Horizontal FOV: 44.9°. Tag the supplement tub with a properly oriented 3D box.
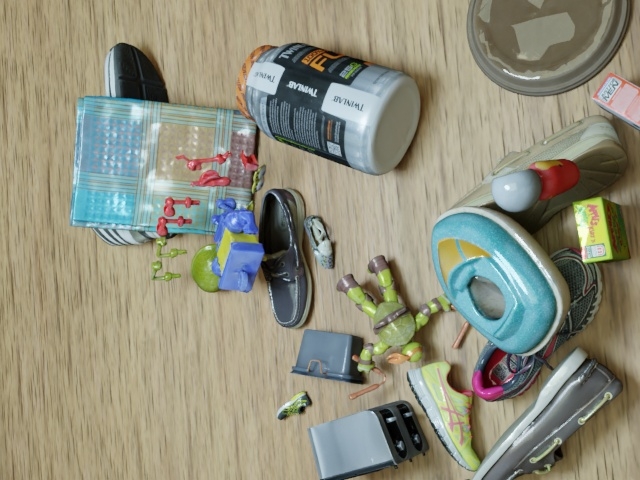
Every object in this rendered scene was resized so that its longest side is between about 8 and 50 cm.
[{"bbox_3d":[0.009,-0.255,1.447,0.316,0.193,0.193,23,100,27],"label":"supplement tub"}]

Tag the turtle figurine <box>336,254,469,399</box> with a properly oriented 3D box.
[{"bbox_3d":[0.116,0.149,1.414,0.269,0.087,0.217,-37,67,9],"label":"turtle figurine"}]

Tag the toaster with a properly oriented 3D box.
[{"bbox_3d":[0.081,0.366,1.405,0.186,0.168,0.110,-24,74,26],"label":"toaster"}]

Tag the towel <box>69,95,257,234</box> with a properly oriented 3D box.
[{"bbox_3d":[-0.322,-0.150,1.600,0.370,0.040,0.271,4,92,-8],"label":"towel"}]

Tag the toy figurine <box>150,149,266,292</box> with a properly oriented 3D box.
[{"bbox_3d":[-0.197,0.033,1.477,0.362,0.191,0.217,-66,36,37],"label":"toy figurine"}]

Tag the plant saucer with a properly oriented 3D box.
[{"bbox_3d":[0.379,-0.387,1.323,0.278,0.041,0.278,0,90,29],"label":"plant saucer"}]

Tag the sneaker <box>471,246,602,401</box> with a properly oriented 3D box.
[{"bbox_3d":[0.359,0.149,1.283,0.121,0.112,0.299,34,104,26],"label":"sneaker"}]

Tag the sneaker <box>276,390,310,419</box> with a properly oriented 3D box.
[{"bbox_3d":[-0.054,0.339,1.557,0.083,0.031,0.035,-46,69,20],"label":"sneaker"}]

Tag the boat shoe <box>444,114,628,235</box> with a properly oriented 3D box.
[{"bbox_3d":[0.344,-0.089,1.311,0.341,0.121,0.110,-28,40,26],"label":"boat shoe"}]

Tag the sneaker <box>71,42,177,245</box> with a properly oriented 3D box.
[{"bbox_3d":[-0.472,-0.200,1.732,0.257,0.169,0.447,-13,85,27],"label":"sneaker"}]

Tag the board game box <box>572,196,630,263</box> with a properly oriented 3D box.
[{"bbox_3d":[0.438,-0.013,1.202,0.043,0.181,0.092,-11,83,29],"label":"board game box"}]

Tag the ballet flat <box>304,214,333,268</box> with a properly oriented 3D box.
[{"bbox_3d":[0.000,0.000,1.529,0.041,0.041,0.114,-30,73,25],"label":"ballet flat"}]

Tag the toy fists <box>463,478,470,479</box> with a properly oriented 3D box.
[{"bbox_3d":[0.238,0.561,1.350,0.142,0.096,0.279,-29,76,27],"label":"toy fists"}]

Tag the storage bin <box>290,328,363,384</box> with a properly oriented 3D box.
[{"bbox_3d":[0.015,0.221,1.493,0.135,0.098,0.091,3,80,30],"label":"storage bin"}]

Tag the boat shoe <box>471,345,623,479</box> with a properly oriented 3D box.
[{"bbox_3d":[0.362,0.324,1.277,0.097,0.116,0.324,38,109,15],"label":"boat shoe"}]

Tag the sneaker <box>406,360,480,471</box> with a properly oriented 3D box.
[{"bbox_3d":[0.238,0.307,1.369,0.094,0.081,0.208,-28,88,-4],"label":"sneaker"}]

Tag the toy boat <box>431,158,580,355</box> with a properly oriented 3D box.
[{"bbox_3d":[0.271,0.011,1.167,0.267,0.148,0.318,48,138,33],"label":"toy boat"}]

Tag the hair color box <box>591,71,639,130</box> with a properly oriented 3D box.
[{"bbox_3d":[0.517,-0.194,1.214,0.167,0.093,0.053,41,107,25],"label":"hair color box"}]

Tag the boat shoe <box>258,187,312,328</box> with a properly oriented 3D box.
[{"bbox_3d":[-0.081,0.034,1.546,0.103,0.092,0.285,-3,86,31],"label":"boat shoe"}]
